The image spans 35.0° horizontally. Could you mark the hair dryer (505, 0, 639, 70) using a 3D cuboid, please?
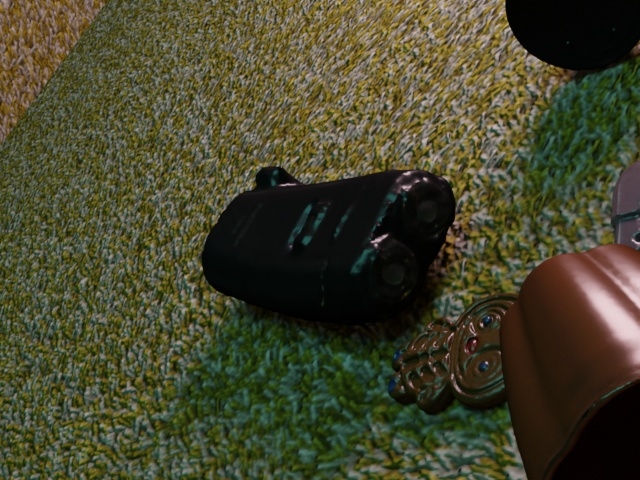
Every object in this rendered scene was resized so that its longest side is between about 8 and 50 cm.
[{"bbox_3d":[0.376,-0.368,1.131,0.284,0.156,0.320,-23,29,48],"label":"hair dryer"}]

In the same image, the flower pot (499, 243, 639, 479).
[{"bbox_3d":[0.214,0.098,0.701,0.190,0.190,0.173,-36,34,14],"label":"flower pot"}]

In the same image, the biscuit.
[{"bbox_3d":[0.138,0.109,0.966,0.175,0.026,0.124,-22,38,32],"label":"biscuit"}]

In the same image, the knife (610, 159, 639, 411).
[{"bbox_3d":[0.272,0.066,0.852,0.132,0.038,0.399,-14,43,35],"label":"knife"}]

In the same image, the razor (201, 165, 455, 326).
[{"bbox_3d":[0.002,0.002,1.166,0.326,0.107,0.189,4,57,52],"label":"razor"}]
